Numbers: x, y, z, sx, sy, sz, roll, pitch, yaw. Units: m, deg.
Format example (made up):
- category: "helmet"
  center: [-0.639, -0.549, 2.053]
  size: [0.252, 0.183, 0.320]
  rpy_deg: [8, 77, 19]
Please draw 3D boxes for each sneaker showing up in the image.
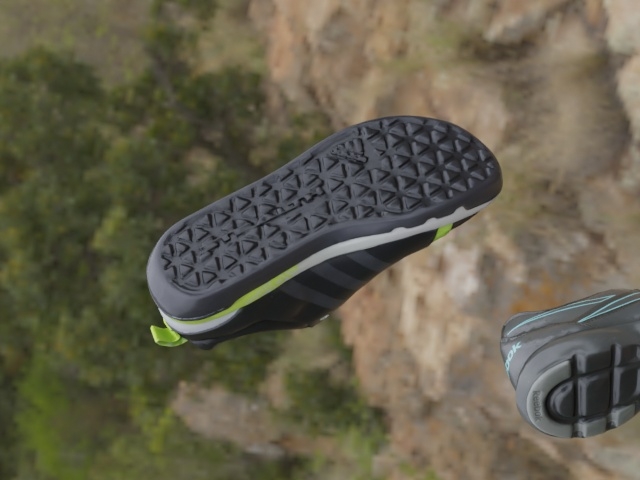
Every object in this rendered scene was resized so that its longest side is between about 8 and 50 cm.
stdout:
- category: "sneaker"
  center: [0.259, 0.065, 1.245]
  size: [0.106, 0.267, 0.101]
  rpy_deg: [-118, 23, -60]
- category: "sneaker"
  center: [0.000, 0.000, 1.059]
  size: [0.097, 0.235, 0.084]
  rpy_deg: [78, 170, -56]
